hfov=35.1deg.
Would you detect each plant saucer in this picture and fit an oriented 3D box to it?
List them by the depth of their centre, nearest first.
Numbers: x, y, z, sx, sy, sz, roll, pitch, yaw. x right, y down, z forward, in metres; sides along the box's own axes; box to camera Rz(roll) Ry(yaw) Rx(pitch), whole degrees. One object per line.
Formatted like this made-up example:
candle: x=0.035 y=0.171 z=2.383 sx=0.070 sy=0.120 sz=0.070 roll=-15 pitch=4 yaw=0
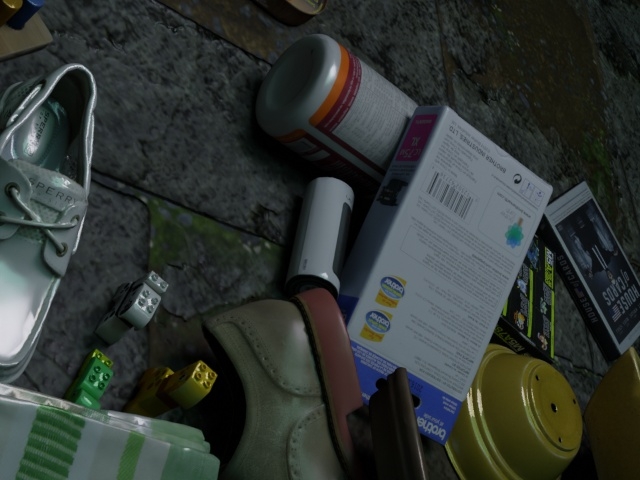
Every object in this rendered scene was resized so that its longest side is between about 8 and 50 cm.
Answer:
plant saucer: x=0.083 y=0.249 z=0.875 sx=0.278 sy=0.041 sz=0.277 roll=-12 pitch=90 yaw=-87
plant saucer: x=0.396 y=0.330 z=1.199 sx=0.333 sy=0.081 sz=0.332 roll=43 pitch=35 yaw=-57

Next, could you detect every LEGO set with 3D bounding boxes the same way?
LEGO set: x=-0.139 y=0.120 z=0.764 sx=0.087 sy=0.093 sz=0.227 roll=44 pitch=40 yaw=-21

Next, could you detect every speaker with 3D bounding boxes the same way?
speaker: x=0.000 y=0.000 z=1.034 sx=0.055 sy=0.055 sz=0.136 roll=38 pitch=42 yaw=-28

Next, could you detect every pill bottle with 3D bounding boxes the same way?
pill bottle: x=0.046 y=-0.119 z=1.108 sx=0.221 sy=0.121 sz=0.121 roll=32 pitch=46 yaw=-33

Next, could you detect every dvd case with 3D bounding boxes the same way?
dvd case: x=0.408 y=0.040 z=1.502 sx=0.179 sy=0.030 sz=0.238 roll=-28 pitch=88 yaw=-52

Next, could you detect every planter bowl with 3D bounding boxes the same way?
planter bowl: x=0.232 y=0.200 z=1.146 sx=0.217 sy=0.090 sz=0.217 roll=27 pitch=49 yaw=-36

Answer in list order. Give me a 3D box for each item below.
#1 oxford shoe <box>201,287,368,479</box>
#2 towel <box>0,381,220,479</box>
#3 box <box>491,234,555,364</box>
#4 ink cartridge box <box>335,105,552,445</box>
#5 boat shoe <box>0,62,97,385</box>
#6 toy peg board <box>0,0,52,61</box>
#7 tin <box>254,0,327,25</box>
oxford shoe: x=-0.025 y=0.219 z=0.849 sx=0.130 sy=0.123 sz=0.348 roll=-7 pitch=76 yaw=-18
towel: x=-0.220 y=0.199 z=0.604 sx=0.325 sy=0.038 sz=0.247 roll=27 pitch=73 yaw=-38
box: x=0.229 y=0.041 z=1.283 sx=0.184 sy=0.045 sz=0.190 roll=40 pitch=41 yaw=-29
ink cartridge box: x=0.116 y=0.037 z=1.064 sx=0.186 sy=0.065 sz=0.311 roll=32 pitch=75 yaw=-32
boat shoe: x=-0.222 y=-0.025 z=0.757 sx=0.098 sy=0.096 sz=0.277 roll=28 pitch=48 yaw=-36
toy peg board: x=-0.298 y=-0.225 z=0.812 sx=0.161 sy=0.079 sz=0.161 roll=59 pitch=37 yaw=-4
tin: x=-0.070 y=-0.324 z=1.175 sx=0.190 sy=0.040 sz=0.106 roll=33 pitch=42 yaw=-32
